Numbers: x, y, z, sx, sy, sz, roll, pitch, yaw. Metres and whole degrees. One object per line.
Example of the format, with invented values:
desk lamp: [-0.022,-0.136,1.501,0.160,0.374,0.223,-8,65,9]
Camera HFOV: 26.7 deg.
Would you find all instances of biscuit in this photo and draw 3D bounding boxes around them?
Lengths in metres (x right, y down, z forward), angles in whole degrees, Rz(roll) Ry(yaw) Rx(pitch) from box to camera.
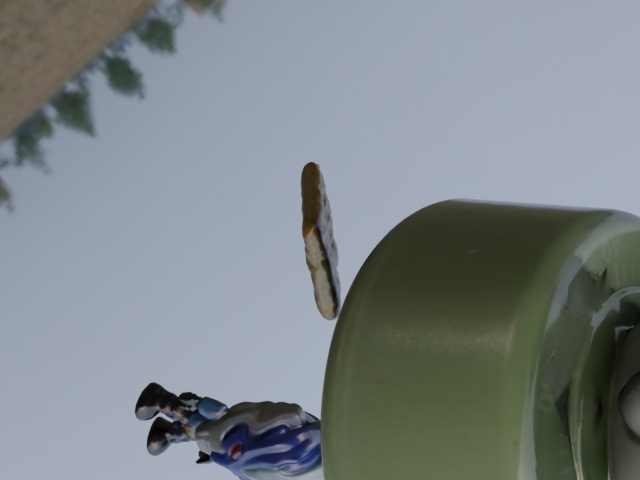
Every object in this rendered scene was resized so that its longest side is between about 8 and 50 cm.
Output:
biscuit: [0.000,0.000,0.914,0.018,0.083,0.081,-8,-144,5]

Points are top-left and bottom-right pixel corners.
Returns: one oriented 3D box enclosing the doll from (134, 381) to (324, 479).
doll: [-0.046,0.152,1.028,0.195,0.096,0.070,9,-133,21]

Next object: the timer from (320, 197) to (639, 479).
timer: [0.207,0.105,0.753,0.315,0.291,0.291,-7,-147,40]
